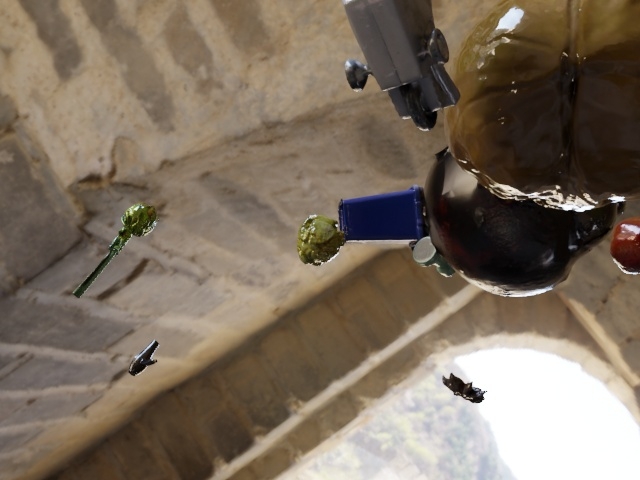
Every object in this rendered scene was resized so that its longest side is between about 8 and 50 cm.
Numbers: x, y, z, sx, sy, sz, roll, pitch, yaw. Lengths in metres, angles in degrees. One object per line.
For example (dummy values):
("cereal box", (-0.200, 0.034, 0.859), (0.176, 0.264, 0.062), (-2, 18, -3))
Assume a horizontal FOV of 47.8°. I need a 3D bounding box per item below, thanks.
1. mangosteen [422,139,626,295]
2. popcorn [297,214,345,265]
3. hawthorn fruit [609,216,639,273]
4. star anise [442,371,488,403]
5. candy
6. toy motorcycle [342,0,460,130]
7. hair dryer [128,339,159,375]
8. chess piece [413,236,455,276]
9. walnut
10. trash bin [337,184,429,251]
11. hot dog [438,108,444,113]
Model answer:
("mangosteen", (0.403, -0.104, 1.452), (0.381, 0.421, 0.381), (34, 17, -12))
("popcorn", (0.000, 0.000, 1.608), (0.120, 0.106, 0.116), (-136, -134, -78))
("hawthorn fruit", (0.824, 0.010, 1.834), (0.148, 0.148, 0.172), (55, -20, -10))
("star anise", (0.388, 0.404, 1.951), (0.141, 0.042, 0.141), (28, -18, 10))
("candy", (-0.460, 0.020, 1.610), (0.073, 0.262, 0.077), (40, -17, -10))
("toy motorcycle", (0.088, -0.260, 0.817), (0.260, 0.110, 0.171), (59, 36, -29))
("hair dryer", (-0.316, 0.218, 1.344), (0.083, 0.079, 0.031), (-12, -55, 48))
("chess piece", (0.258, 0.041, 1.592), (0.103, 0.067, 0.067), (33, 12, -39))
("walnut", (0.352, -0.197, 1.007), (0.354, 0.308, 0.398), (12, 0, 13))
("trash bin", (0.170, -0.046, 1.925), (0.162, 0.234, 0.184), (124, -39, -83))
("hot dog", (0.389, -0.418, 2.127), (0.268, 0.144, 0.075), (43, -44, 46))
